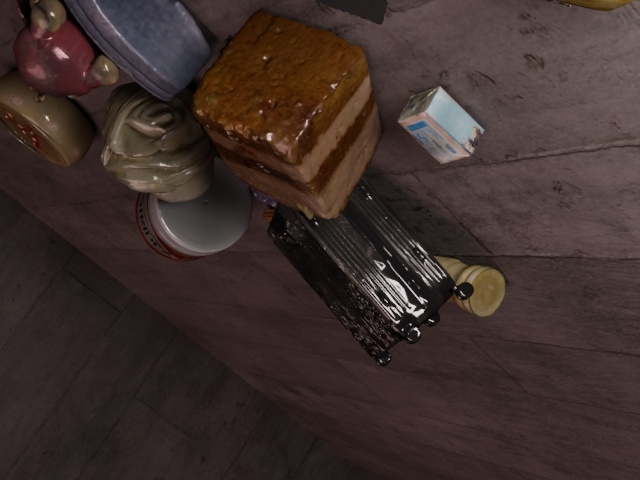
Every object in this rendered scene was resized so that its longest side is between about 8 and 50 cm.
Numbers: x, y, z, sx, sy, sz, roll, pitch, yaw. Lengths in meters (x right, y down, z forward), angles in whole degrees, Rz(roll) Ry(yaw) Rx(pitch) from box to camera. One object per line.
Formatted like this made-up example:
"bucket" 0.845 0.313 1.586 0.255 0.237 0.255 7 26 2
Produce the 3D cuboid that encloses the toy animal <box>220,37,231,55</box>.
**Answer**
"toy animal" -0.123 -0.205 1.519 0.236 0.108 0.138 52 -176 -33

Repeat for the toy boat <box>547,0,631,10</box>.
"toy boat" 0.213 -0.278 0.898 0.226 0.068 0.088 26 154 28

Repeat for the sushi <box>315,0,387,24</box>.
"sushi" -0.029 -0.417 0.918 0.296 0.100 0.373 21 149 5

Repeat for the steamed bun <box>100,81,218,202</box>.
"steamed bun" -0.274 -0.187 1.667 0.211 0.218 0.144 10 164 -14

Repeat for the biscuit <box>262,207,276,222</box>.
"biscuit" 0.000 0.000 1.854 0.250 0.035 0.162 23 167 -16

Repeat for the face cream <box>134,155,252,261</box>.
"face cream" -0.260 -0.063 1.921 0.201 0.201 0.187 39 160 -16

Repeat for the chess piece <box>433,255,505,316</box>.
"chess piece" 0.225 0.068 1.687 0.200 0.090 0.090 20 158 50

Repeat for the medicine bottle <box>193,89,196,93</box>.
"medicine bottle" -0.157 -0.219 1.613 0.074 0.055 0.118 21 156 29

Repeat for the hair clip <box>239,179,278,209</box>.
"hair clip" -0.119 -0.120 1.819 0.195 0.052 0.124 44 164 -10

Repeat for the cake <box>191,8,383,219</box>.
"cake" -0.037 -0.157 1.376 0.196 0.198 0.293 22 159 22

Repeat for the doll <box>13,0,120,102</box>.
"doll" -0.400 -0.333 1.515 0.256 0.152 0.196 -106 9 -59

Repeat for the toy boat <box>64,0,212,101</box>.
"toy boat" -0.286 -0.338 1.423 0.283 0.127 0.078 47 156 -28

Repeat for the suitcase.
"suitcase" 0.071 0.032 1.624 0.335 0.152 0.229 49 161 7

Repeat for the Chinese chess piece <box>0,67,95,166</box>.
"Chinese chess piece" -0.630 -0.274 2.145 0.250 0.103 0.250 31 162 11

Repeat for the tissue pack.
"tissue pack" 0.160 -0.154 1.273 0.094 0.058 0.074 41 157 -22
